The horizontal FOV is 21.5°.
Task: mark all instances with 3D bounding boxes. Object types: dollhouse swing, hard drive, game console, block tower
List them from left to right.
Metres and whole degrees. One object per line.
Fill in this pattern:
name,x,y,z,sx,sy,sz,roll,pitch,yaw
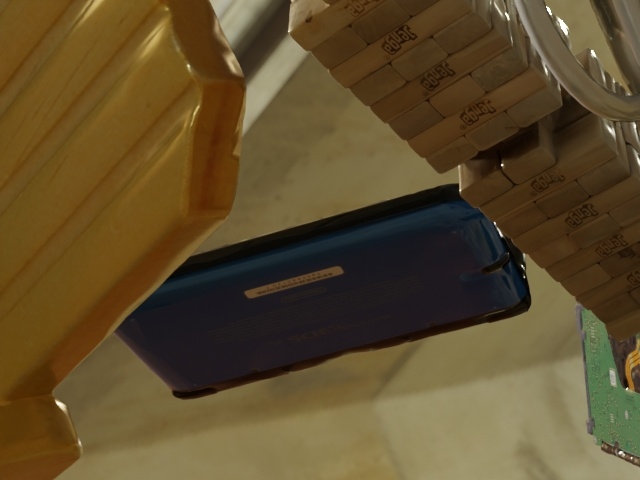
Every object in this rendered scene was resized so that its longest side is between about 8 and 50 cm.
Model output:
dollhouse swing,-0.256,-0.052,0.737,0.315,0.305,0.347,-11,-115,-31
game console,0.000,0.000,1.297,0.250,0.293,0.173,56,-158,-56
block tower,0.114,-0.077,0.985,0.335,0.091,0.097,41,-147,-31
hard drive,0.308,0.090,1.529,0.064,0.237,0.339,-5,-179,-8

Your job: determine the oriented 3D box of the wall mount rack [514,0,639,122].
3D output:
wall mount rack,0.249,-0.094,0.834,0.350,0.130,0.304,-13,-102,-52
